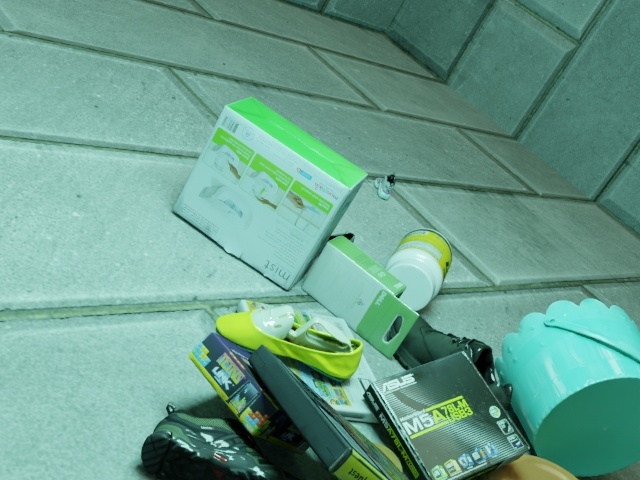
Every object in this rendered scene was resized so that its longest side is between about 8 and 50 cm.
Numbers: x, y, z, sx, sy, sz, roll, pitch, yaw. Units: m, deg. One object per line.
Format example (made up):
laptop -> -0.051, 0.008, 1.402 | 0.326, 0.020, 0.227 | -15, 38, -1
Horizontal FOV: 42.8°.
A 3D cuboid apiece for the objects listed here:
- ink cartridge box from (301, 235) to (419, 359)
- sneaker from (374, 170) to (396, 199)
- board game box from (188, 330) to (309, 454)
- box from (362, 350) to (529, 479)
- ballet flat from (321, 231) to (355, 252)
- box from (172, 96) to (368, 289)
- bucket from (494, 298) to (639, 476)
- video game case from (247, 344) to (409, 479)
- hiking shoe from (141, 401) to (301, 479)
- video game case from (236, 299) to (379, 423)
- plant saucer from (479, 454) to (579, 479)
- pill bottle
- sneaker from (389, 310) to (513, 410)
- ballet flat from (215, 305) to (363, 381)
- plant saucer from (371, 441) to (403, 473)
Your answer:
ink cartridge box -> 0.079, 0.099, 1.451 | 0.209, 0.109, 0.062 | 38, 26, 16
sneaker -> 0.172, -0.152, 2.080 | 0.038, 0.069, 0.098 | 21, 26, -21
board game box -> -0.080, 0.201, 1.059 | 0.141, 0.048, 0.170 | 46, -2, 29
box -> 0.188, 0.271, 1.227 | 0.191, 0.045, 0.184 | -12, 57, -30
ballet flat -> 0.000, 0.000, 1.621 | 0.173, 0.049, 0.057 | 0, 38, -49
box -> -0.092, -0.084, 1.457 | 0.262, 0.231, 0.127 | 34, 25, 7
bucket -> 0.457, 0.257, 1.406 | 0.281, 0.281, 0.183 | 20, 30, -21
video game case -> 0.043, 0.255, 0.963 | 0.248, 0.035, 0.275 | 46, -5, -27
hiking shoe -> -0.093, 0.261, 0.976 | 0.227, 0.086, 0.114 | 29, 26, -5
video game case -> -0.011, 0.189, 1.281 | 0.206, 0.026, 0.227 | 14, 30, -32
plant saucer -> 0.340, 0.392, 1.237 | 0.200, 0.037, 0.200 | 17, 23, -7
pill bottle -> 0.194, 0.059, 1.644 | 0.119, 0.119, 0.208 | 33, 25, 5
sneaker -> 0.228, 0.204, 1.398 | 0.109, 0.130, 0.286 | 4, 34, -42
ballet flat -> -0.039, 0.139, 1.217 | 0.231, 0.077, 0.077 | 23, 27, -16
plant saucer -> 0.086, 0.315, 1.161 | 0.083, 0.015, 0.083 | 25, 25, -12
